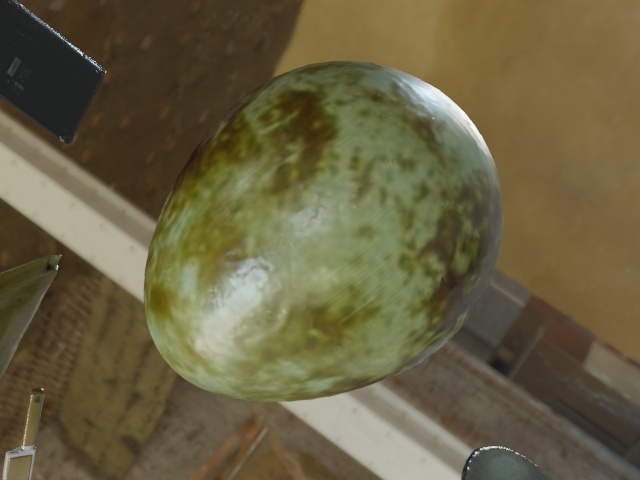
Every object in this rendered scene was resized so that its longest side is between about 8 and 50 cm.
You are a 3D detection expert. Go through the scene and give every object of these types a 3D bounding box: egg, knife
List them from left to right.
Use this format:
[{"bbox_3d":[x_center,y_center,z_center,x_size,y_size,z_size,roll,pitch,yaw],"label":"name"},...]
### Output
[{"bbox_3d":[-0.455,0.324,1.645,0.046,0.022,0.256,-5,-55,-36],"label":"knife"},{"bbox_3d":[0.000,0.000,0.815,0.289,0.238,0.238,-40,-14,-9],"label":"egg"}]

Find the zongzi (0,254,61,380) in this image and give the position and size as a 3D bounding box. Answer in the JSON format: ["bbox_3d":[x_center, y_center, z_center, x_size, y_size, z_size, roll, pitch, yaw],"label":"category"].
[{"bbox_3d":[-0.320,0.176,0.928,0.300,0.274,0.145,-25,-25,-7],"label":"zongzi"}]

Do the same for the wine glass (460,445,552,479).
[{"bbox_3d":[0.037,0.193,0.565,0.202,0.093,0.093,-44,-4,32],"label":"wine glass"}]

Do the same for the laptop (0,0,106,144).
[{"bbox_3d":[-0.374,-0.225,1.422,0.016,0.180,0.129,-8,53,47],"label":"laptop"}]
